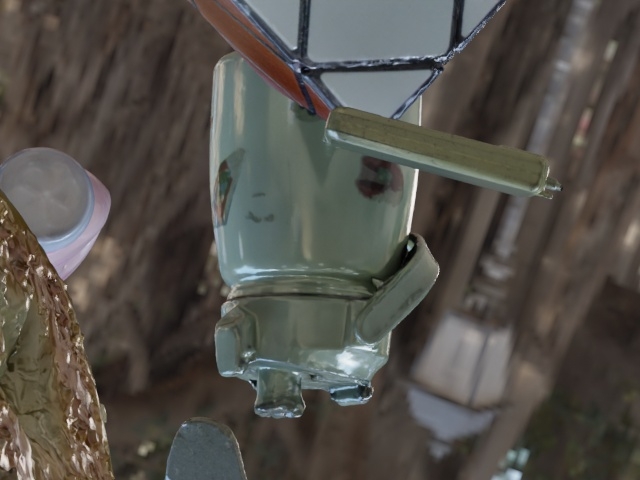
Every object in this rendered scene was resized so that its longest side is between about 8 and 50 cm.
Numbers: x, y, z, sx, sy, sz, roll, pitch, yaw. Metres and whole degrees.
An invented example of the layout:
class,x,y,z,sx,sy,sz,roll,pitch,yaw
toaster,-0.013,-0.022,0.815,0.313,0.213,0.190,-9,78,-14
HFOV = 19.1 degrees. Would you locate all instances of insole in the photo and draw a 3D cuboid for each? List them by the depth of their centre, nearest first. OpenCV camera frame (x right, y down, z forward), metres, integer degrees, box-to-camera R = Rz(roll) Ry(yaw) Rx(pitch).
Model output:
class,x,y,z,sx,sy,sz,roll,pitch,yaw
insole,-0.075,0.200,1.199,0.063,0.192,0.010,13,-159,18

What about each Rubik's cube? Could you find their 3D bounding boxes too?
class,x,y,z,sx,sy,sz,roll,pitch,yaw
Rubik's cube,0.007,-0.236,1.567,0.207,0.205,0.205,44,176,-32

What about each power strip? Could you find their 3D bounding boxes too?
class,x,y,z,sx,sy,sz,roll,pitch,yaw
power strip,0.086,-0.060,1.308,0.169,0.028,0.076,15,178,0

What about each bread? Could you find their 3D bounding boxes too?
class,x,y,z,sx,sy,sz,roll,pitch,yaw
bread,-0.210,0.099,0.977,0.159,0.305,0.305,-17,-170,5

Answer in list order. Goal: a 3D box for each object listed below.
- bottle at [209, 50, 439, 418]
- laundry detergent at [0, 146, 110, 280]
class,x,y,z,sx,sy,sz,roll,pitch,yaw
bottle,0.000,0.000,1.849,0.229,0.351,0.229,1,169,0
laundry detergent,-0.243,-0.008,1.585,0.159,0.088,0.335,-29,179,-16
